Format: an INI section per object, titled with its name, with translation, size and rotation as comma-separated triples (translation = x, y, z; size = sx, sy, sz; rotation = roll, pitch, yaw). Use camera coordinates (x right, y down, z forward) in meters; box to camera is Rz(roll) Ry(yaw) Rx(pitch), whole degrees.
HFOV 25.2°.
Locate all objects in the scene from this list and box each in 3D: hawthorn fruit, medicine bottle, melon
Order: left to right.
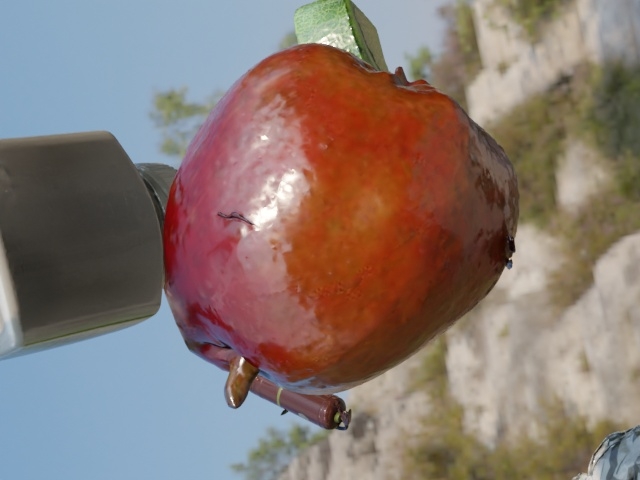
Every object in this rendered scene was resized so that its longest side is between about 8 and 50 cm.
[medicine bottle]
translation = -0.165, 0.000, 0.917
size = 0.188, 0.088, 0.132
rotation = -11, -97, -54
[hawthorn fruit]
translation = 0.000, 0.000, 0.771
size = 0.202, 0.185, 0.185
rotation = -57, -25, -11
[melon]
translation = 0.058, -0.151, 1.469
size = 0.209, 0.064, 0.118
rotation = 41, -146, -36

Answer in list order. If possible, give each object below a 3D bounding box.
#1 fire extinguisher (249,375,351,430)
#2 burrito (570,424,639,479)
[fire extinguisher]
translation = -0.016, 0.166, 1.478
size = 0.039, 0.132, 0.056
rotation = -49, -39, -26
[burrito]
translation = 0.442, 0.188, 1.414
size = 0.101, 0.445, 0.139
rotation = 61, -160, -12
